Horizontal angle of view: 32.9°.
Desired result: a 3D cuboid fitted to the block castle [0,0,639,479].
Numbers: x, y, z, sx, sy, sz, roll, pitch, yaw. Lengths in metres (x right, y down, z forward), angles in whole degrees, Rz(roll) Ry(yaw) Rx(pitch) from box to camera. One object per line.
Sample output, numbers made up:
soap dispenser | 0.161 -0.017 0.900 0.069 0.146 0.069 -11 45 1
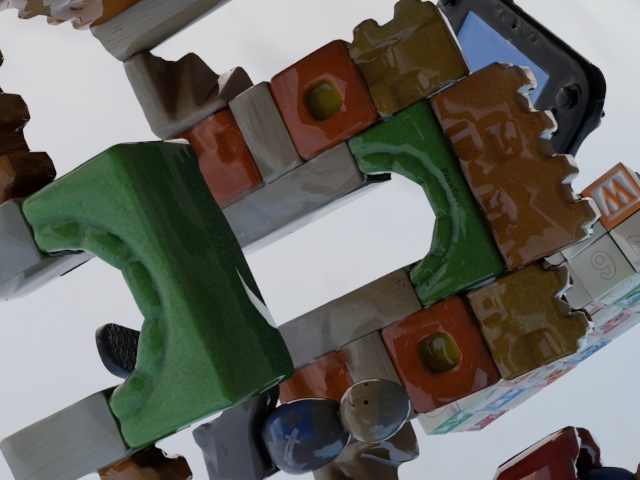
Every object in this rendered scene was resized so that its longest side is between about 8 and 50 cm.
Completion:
block castle | 0.000 0.000 0.509 0.453 0.213 0.303 65 -159 5

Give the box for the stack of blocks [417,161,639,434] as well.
stack of blocks | 0.207 0.066 1.007 0.171 0.297 0.087 14 -138 -57

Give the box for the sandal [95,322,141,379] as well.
sandal | -0.159 0.119 1.017 0.179 0.040 0.067 31 -148 -55

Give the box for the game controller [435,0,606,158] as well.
game controller | 0.197 -0.176 1.214 0.067 0.166 0.319 17 -155 -34
